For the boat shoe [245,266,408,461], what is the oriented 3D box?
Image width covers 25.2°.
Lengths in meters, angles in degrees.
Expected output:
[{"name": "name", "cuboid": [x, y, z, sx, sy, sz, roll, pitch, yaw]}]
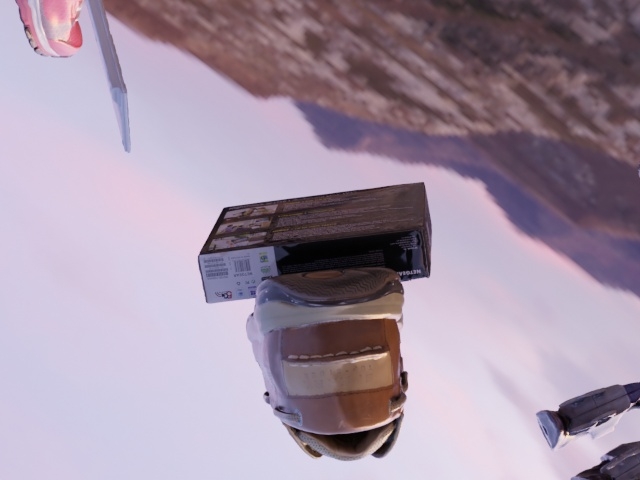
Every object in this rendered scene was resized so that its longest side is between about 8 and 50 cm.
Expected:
[{"name": "boat shoe", "cuboid": [0.006, 0.101, 1.033, 0.324, 0.122, 0.120, 68, -166, -79]}]

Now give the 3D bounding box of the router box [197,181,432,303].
[{"name": "router box", "cuboid": [0.000, 0.000, 1.164, 0.133, 0.179, 0.046, -74, -24, -71]}]

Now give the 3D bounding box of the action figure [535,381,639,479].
[{"name": "action figure", "cuboid": [0.333, 0.130, 1.221, 0.185, 0.285, 0.099, 60, 169, 21]}]

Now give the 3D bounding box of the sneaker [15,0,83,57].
[{"name": "sneaker", "cuboid": [-0.341, -0.351, 1.894, 0.314, 0.136, 0.116, 78, -179, -59]}]

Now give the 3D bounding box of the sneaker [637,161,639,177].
[{"name": "sneaker", "cuboid": [0.428, -0.091, 1.780, 0.051, 0.089, 0.170, 37, -131, -1]}]

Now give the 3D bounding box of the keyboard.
[{"name": "keyboard", "cuboid": [-0.184, -0.187, 1.175, 0.072, 0.014, 0.256, 87, 167, -53]}]
